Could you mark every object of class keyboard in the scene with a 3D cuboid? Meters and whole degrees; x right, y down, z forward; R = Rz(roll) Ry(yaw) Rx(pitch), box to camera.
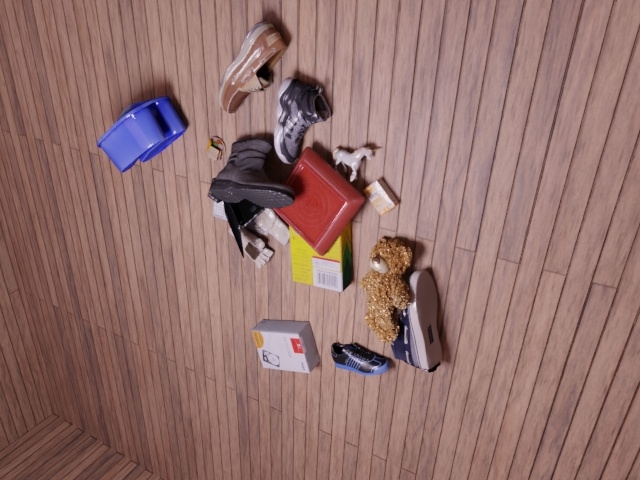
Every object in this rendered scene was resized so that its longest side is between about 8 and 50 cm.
[{"bbox_3d":[-0.300,-0.091,1.902,0.255,0.014,0.072,19,122,23],"label":"keyboard"}]

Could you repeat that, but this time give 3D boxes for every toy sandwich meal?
[{"bbox_3d":[-0.378,-0.329,1.824,0.085,0.029,0.086,14,119,26],"label":"toy sandwich meal"}]

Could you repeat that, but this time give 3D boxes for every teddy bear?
[{"bbox_3d":[0.195,0.162,1.611,0.112,0.245,0.338,0,127,-16],"label":"teddy bear"}]

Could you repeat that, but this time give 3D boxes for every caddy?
[{"bbox_3d":[-0.654,-0.397,1.833,0.341,0.241,0.179,-25,103,37],"label":"caddy"}]

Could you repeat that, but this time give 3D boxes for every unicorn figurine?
[{"bbox_3d":[0.097,-0.243,1.550,0.161,0.060,0.111,19,122,23],"label":"unicorn figurine"}]

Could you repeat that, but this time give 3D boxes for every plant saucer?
[{"bbox_3d":[-0.027,-0.117,1.604,0.258,0.047,0.259,44,122,14],"label":"plant saucer"}]

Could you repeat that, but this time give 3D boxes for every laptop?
[{"bbox_3d":[-0.249,-0.118,1.770,0.264,0.136,0.234,-39,54,13],"label":"laptop"}]

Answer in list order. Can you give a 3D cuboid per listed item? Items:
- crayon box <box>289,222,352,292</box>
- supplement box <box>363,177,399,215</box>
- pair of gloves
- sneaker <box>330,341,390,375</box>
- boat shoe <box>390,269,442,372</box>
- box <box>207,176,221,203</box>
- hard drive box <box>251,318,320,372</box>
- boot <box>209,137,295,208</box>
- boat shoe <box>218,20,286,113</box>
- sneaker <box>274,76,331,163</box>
[{"bbox_3d":[0.000,0.000,1.711,0.202,0.081,0.319,11,116,28],"label":"crayon box"},{"bbox_3d":[0.186,-0.135,1.562,0.062,0.036,0.098,-36,91,38],"label":"supplement box"},{"bbox_3d":[-0.226,-0.029,1.850,0.204,0.042,0.240,49,128,3],"label":"pair of gloves"},{"bbox_3d":[0.137,0.422,1.835,0.232,0.081,0.091,-2,119,34],"label":"sneaker"},{"bbox_3d":[0.287,0.255,1.639,0.158,0.127,0.341,5,108,45],"label":"boat shoe"},{"bbox_3d":[-0.368,-0.190,1.865,0.052,0.062,0.083,36,126,12],"label":"box"},{"bbox_3d":[-0.137,0.412,1.997,0.232,0.089,0.181,-4,111,33],"label":"hard drive box"},{"bbox_3d":[-0.198,-0.232,1.634,0.337,0.223,0.118,11,159,30],"label":"boot"},{"bbox_3d":[-0.213,-0.513,1.578,0.116,0.123,0.324,44,129,4],"label":"boat shoe"},{"bbox_3d":[-0.055,-0.355,1.562,0.153,0.101,0.269,18,119,27],"label":"sneaker"}]
